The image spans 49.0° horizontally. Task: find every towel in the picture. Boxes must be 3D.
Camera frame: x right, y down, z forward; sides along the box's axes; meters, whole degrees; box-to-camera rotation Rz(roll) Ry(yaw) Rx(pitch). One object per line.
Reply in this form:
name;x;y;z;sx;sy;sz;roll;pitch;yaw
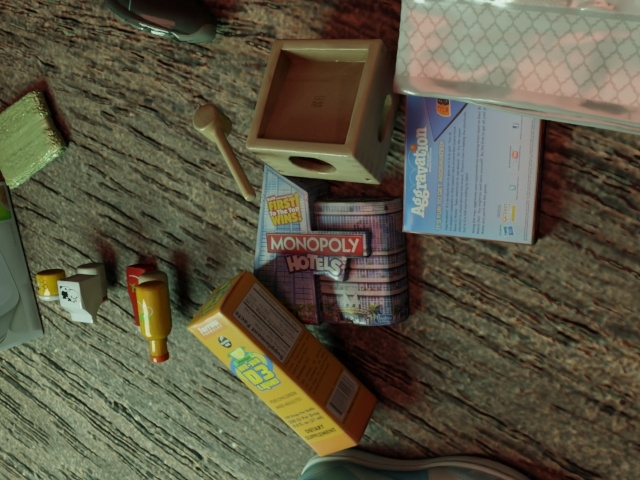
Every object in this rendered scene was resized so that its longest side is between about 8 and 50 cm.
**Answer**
towel;-0.446;-0.152;1.057;0.148;0.027;0.110;-25;88;32
towel;0.221;-0.252;0.583;0.331;0.053;0.317;15;120;22

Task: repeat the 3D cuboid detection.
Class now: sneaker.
sneaker;-0.227;-0.329;0.850;0.267;0.101;0.106;35;114;17
sneaker;0.082;0.330;0.775;0.318;0.208;0.127;-7;97;30

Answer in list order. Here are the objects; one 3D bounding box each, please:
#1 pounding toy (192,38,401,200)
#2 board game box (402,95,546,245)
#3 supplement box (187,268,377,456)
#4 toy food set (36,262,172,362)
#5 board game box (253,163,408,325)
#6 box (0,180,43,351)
pounding toy;-0.031;-0.115;0.766;0.206;0.094;0.181;8;78;27
board game box;0.159;-0.141;0.723;0.145;0.027;0.282;7;105;26
supplement box;-0.042;0.147;0.827;0.233;0.080;0.078;47;133;-11
toy food set;-0.286;0.095;0.978;0.232;0.111;0.105;2;103;26
board game box;0.000;0.000;0.827;0.194;0.060;0.194;1;103;29
box;-0.582;0.059;1.066;0.126;0.231;0.262;-6;98;30
